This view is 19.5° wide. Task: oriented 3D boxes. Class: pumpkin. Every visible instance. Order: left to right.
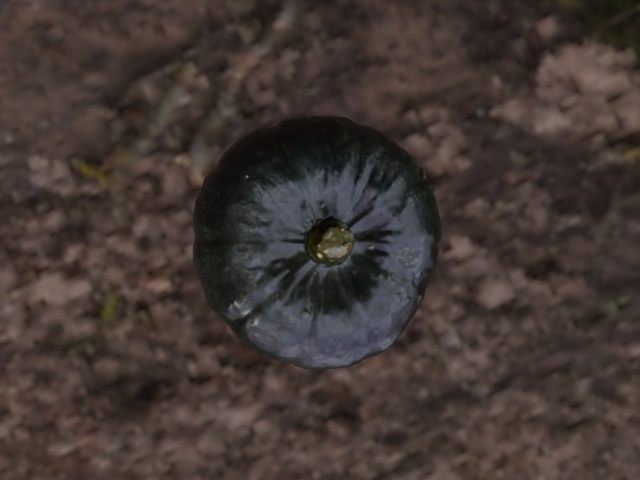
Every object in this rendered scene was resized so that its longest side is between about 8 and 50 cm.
[{"bbox_3d":[-0.002,0.001,1.530,0.212,0.211,0.152,-26,-170,6],"label":"pumpkin"}]
